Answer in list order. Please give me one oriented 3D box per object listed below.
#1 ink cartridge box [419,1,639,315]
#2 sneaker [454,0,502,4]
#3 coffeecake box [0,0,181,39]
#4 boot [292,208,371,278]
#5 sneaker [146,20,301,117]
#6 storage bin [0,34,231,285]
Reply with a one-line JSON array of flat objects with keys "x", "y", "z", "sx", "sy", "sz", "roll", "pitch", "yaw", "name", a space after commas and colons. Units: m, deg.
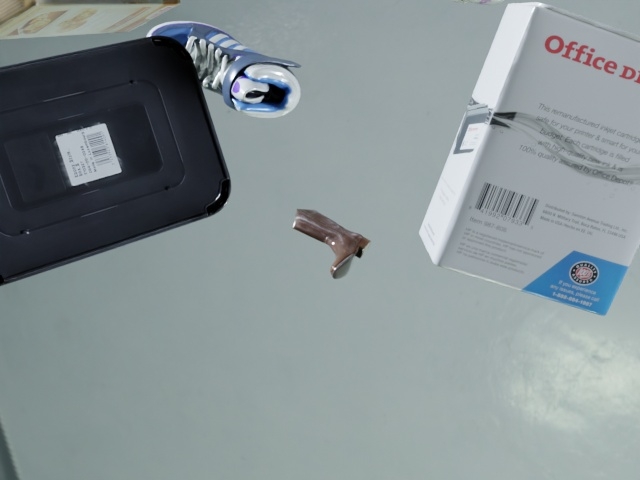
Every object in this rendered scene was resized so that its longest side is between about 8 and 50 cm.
[{"x": 0.356, "y": -0.124, "z": 1.222, "sx": 0.286, "sy": 0.166, "sz": 0.394, "roll": 17, "pitch": 106, "yaw": -8, "name": "ink cartridge box"}, {"x": 0.137, "y": -0.363, "z": 0.802, "sx": 0.152, "sy": 0.305, "sz": 0.114, "roll": 14, "pitch": 162, "yaw": -18, "name": "sneaker"}, {"x": -0.211, "y": -0.241, "z": 0.643, "sx": 0.068, "sy": 0.185, "sz": 0.142, "roll": -18, "pitch": 97, "yaw": 27, "name": "coffeecake box"}, {"x": 0.000, "y": 0.000, "z": 1.131, "sx": 0.114, "sy": 0.106, "sz": 0.037, "roll": 31, "pitch": 124, "yaw": 14, "name": "boot"}, {"x": -0.192, "y": -0.341, "z": 1.617, "sx": 0.323, "sy": 0.236, "sz": 0.130, "roll": 18, "pitch": 106, "yaw": -16, "name": "sneaker"}, {"x": -0.164, "y": -0.050, "z": 0.526, "sx": 0.084, "sy": 0.180, "sz": 0.122, "roll": -5, "pitch": 104, "yaw": 62, "name": "storage bin"}]
